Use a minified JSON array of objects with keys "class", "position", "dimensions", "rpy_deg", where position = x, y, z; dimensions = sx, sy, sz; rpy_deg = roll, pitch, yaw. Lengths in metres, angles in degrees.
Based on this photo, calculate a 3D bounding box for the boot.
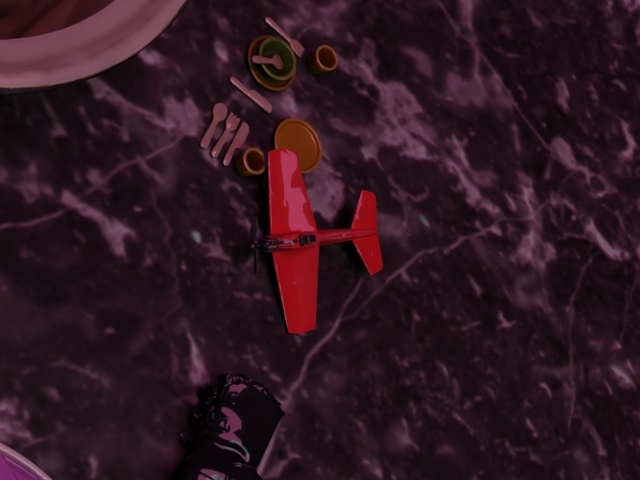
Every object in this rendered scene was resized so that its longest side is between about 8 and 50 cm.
[{"class":"boot","position":[-0.051,0.164,1.150],"dimensions":[0.121,0.045,0.099],"rpy_deg":[36,54,-23]}]

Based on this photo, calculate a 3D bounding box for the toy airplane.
[{"class":"toy airplane","position":[0.000,0.000,1.238],"dimensions":[0.151,0.028,0.151],"rpy_deg":[5,82,-44]}]

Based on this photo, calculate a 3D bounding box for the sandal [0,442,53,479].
[{"class":"sandal","position":[-0.268,0.149,0.950],"dimensions":[0.416,0.102,0.169],"rpy_deg":[45,54,-18]}]

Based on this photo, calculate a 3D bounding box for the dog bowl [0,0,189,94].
[{"class":"dog bowl","position":[-0.275,-0.274,1.047],"dimensions":[0.408,0.150,0.408],"rpy_deg":[12,70,-35]}]

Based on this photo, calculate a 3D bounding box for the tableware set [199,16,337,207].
[{"class":"tableware set","position":[-0.030,-0.105,1.260],"dimensions":[0.104,0.024,0.154],"rpy_deg":[39,56,-22]}]
